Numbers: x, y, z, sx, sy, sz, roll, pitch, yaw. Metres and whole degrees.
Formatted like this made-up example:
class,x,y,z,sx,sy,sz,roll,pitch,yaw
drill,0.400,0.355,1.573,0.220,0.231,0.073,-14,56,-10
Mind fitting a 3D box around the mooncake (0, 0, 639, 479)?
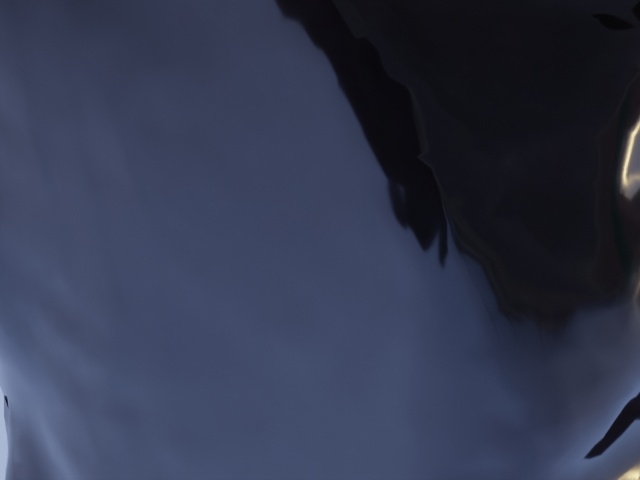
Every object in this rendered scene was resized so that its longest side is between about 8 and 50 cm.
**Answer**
class,x,y,z,sx,sy,sz,roll,pitch,yaw
mooncake,0.000,0.000,0.555,0.212,0.381,0.350,-22,-146,-36
